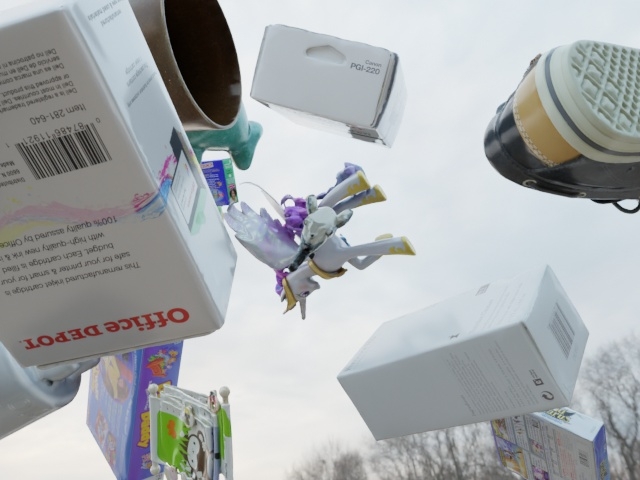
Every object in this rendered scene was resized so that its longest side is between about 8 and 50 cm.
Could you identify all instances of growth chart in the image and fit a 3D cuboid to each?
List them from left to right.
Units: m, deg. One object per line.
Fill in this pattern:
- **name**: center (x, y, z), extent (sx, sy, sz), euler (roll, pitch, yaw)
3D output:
- **growth chart**: center (-0.198, 0.297, 0.816), extent (0.237, 0.171, 0.021), euler (-10, -5, 44)

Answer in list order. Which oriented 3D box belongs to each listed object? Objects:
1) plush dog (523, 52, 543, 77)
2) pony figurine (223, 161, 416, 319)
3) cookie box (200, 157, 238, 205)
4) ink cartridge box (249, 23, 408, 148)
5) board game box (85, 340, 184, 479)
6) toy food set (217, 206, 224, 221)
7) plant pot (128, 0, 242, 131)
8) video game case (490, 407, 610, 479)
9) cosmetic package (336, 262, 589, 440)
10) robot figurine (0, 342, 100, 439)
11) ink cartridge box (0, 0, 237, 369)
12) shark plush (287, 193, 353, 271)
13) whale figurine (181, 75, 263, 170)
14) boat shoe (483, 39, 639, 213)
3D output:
- **plush dog**: center (0.576, -0.337, 1.365), extent (0.211, 0.262, 0.225), euler (-32, -43, 20)
- **pony figurine**: center (-0.021, -0.016, 1.238), extent (0.364, 0.303, 0.351), euler (-31, -75, 19)
- **cookie box**: center (-0.246, -0.136, 1.277), extent (0.092, 0.107, 0.040), euler (0, 16, 27)
- **ink cartridge box**: center (0.023, -0.188, 0.701), extent (0.159, 0.092, 0.218), euler (17, 5, 10)
- **board game box**: center (-0.376, 0.281, 1.077), extent (0.078, 0.233, 0.347), euler (-5, -64, -41)
- **toy food set**: center (-0.311, -0.090, 1.397), extent (0.128, 0.218, 0.071), euler (0, -68, -9)
- **plant pot**: center (-0.259, -0.240, 0.756), extent (0.231, 0.215, 0.215), euler (-8, -28, 15)
- **video game case**: center (0.503, 0.456, 1.210), extent (0.244, 0.061, 0.269), euler (15, -45, 46)
- **cosmetic package**: center (0.243, 0.206, 0.967), extent (0.385, 0.156, 0.217), euler (-27, 6, 38)
- **robot figurine**: center (-0.579, 0.249, 0.966), extent (0.354, 0.199, 0.300), euler (-28, -10, 4)
- **ink cartridge box**: center (-0.213, -0.040, 0.458), extent (0.202, 0.117, 0.278), euler (-12, -57, 8)
- **shark plush**: center (0.000, 0.000, 0.798), extent (0.073, 0.161, 0.067), euler (15, -54, 0)
- **whale figurine**: center (-0.184, -0.222, 0.967), extent (0.141, 0.216, 0.272), euler (9, -16, 37)
- **boat shoe**: center (0.407, -0.138, 0.707), extent (0.500, 0.186, 0.156), euler (-4, -20, -33)
